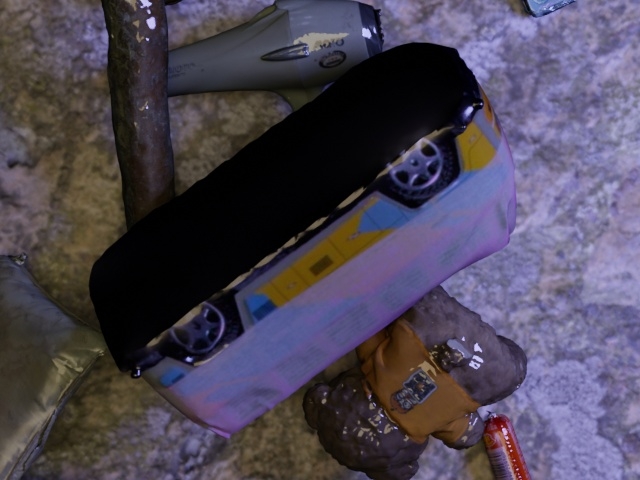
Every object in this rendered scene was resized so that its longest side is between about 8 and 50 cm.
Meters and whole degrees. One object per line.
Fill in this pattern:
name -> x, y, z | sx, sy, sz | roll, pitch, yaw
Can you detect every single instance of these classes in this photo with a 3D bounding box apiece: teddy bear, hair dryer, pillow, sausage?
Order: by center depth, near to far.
pillow -> -0.314, 0.165, 1.276 | 0.185, 0.075, 0.302 | 33, 90, 40
teddy bear -> 0.081, 0.134, 1.309 | 0.177, 0.140, 0.190 | 43, 97, -7
hair dryer -> -0.060, -0.122, 1.329 | 0.219, 0.088, 0.224 | 9, 106, 3
sausage -> 0.182, 0.222, 1.363 | 0.034, 0.034, 0.129 | -21, 92, -3

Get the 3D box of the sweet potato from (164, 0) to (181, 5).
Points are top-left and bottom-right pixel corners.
sweet potato -> -0.074, -0.315, 1.313 | 0.273, 0.075, 0.075 | -42, 94, -3

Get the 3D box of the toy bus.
toy bus -> 0.000, 0.000, 1.255 | 0.386, 0.171, 0.162 | -36, 129, 4

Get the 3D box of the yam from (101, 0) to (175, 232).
yam -> -0.163, -0.121, 1.282 | 0.061, 0.061, 0.274 | -3, 109, -4

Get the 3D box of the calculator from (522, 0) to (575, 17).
calculator -> 0.267, -0.266, 1.361 | 0.172, 0.018, 0.057 | -23, 94, -3
